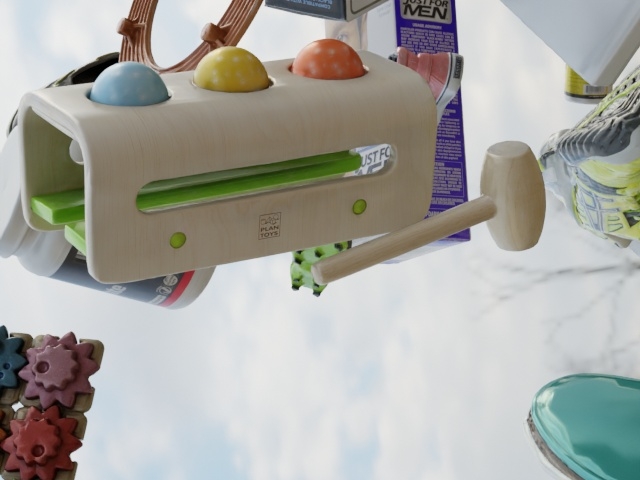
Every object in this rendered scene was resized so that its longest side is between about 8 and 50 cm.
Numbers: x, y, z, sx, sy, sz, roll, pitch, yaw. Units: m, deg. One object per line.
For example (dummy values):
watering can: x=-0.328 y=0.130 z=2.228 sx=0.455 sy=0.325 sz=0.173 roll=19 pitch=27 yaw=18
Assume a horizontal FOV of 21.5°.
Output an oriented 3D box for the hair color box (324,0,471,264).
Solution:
hair color box: x=0.097 y=-0.151 z=2.211 sx=0.110 sy=0.185 sz=0.339 roll=4 pitch=-102 yaw=-29

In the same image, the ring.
ring: x=-0.141 y=-0.298 z=1.901 sx=0.032 sy=0.336 sz=0.337 roll=25 pitch=-130 yaw=-30

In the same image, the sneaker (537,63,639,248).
sneaker: x=0.331 y=-0.083 z=1.777 sx=0.147 sy=0.145 sz=0.385 roll=49 pitch=178 yaw=4

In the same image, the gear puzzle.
gear puzzle: x=-0.334 y=0.243 z=1.689 sx=0.044 sy=0.175 sz=0.339 roll=65 pitch=-147 yaw=-64

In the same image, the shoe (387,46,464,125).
shoe: x=0.108 y=-0.176 z=1.976 sx=0.178 sy=0.081 sz=0.063 roll=120 pitch=159 yaw=-70

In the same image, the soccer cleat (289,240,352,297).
soccer cleat: x=0.000 y=0.000 z=1.757 sx=0.179 sy=0.060 sz=0.072 roll=114 pitch=172 yaw=-69

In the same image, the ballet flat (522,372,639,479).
ballet flat: x=0.310 y=0.211 z=1.308 sx=0.139 sy=0.400 sz=0.139 roll=-7 pitch=-78 yaw=-35

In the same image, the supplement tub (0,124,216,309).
supplement tub: x=-0.270 y=-0.032 z=2.129 sx=0.272 sy=0.191 sz=0.191 roll=16 pitch=-124 yaw=-24

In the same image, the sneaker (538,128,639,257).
sneaker: x=0.398 y=-0.070 z=1.966 sx=0.108 sy=0.292 sz=0.169 roll=-32 pitch=-23 yaw=-40

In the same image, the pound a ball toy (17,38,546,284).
pound a ball toy: x=-0.022 y=-0.061 z=1.170 sx=0.319 sy=0.208 sz=0.136 roll=-11 pitch=-66 yaw=-29

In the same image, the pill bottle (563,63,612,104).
pill bottle: x=0.358 y=-0.242 z=2.236 sx=0.065 sy=0.065 sz=0.116 roll=-43 pitch=-43 yaw=-68

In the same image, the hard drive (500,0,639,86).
hard drive: x=0.239 y=-0.305 z=1.330 sx=0.040 sy=0.307 sz=0.203 roll=-8 pitch=-132 yaw=-48

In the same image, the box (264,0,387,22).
box: x=0.029 y=-0.344 z=1.390 sx=0.169 sy=0.087 sz=0.290 roll=-34 pitch=-48 yaw=-49

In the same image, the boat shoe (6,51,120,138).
boat shoe: x=-0.345 y=-0.198 z=2.357 sx=0.081 sy=0.068 sz=0.228 roll=53 pitch=-128 yaw=-9
